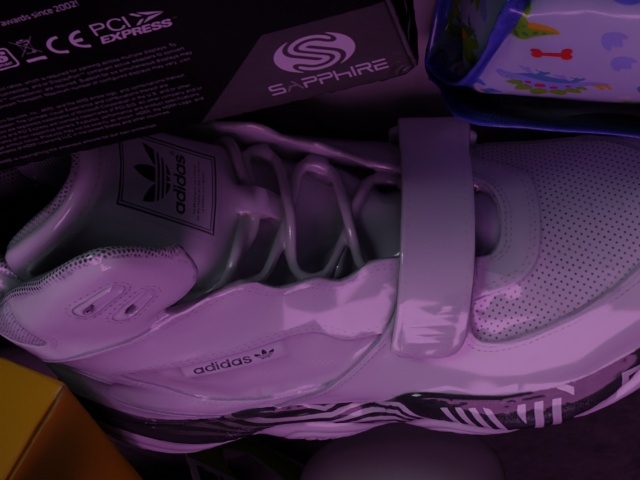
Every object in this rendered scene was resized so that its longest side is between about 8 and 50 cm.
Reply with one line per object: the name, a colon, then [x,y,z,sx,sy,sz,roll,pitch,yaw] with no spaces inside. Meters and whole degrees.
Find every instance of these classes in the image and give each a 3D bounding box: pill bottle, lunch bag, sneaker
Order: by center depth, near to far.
lunch bag: [0.113,-0.086,0.471,0.128,0.096,0.151,5,170,-5]
sneaker: [0.000,0.000,0.552,0.365,0.137,0.210,-13,150,21]
pill bottle: [0.052,0.180,0.763,0.131,0.229,0.131,-2,148,-2]

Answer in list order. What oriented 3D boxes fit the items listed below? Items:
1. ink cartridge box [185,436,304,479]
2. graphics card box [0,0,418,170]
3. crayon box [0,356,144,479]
ink cartridge box: [-0.049,0.256,0.839,0.097,0.255,0.189,-37,139,15]
graphics card box: [-0.129,-0.158,0.329,0.232,0.094,0.371,-13,146,15]
crayon box: [-0.206,0.113,0.653,0.318,0.081,0.202,18,154,19]
